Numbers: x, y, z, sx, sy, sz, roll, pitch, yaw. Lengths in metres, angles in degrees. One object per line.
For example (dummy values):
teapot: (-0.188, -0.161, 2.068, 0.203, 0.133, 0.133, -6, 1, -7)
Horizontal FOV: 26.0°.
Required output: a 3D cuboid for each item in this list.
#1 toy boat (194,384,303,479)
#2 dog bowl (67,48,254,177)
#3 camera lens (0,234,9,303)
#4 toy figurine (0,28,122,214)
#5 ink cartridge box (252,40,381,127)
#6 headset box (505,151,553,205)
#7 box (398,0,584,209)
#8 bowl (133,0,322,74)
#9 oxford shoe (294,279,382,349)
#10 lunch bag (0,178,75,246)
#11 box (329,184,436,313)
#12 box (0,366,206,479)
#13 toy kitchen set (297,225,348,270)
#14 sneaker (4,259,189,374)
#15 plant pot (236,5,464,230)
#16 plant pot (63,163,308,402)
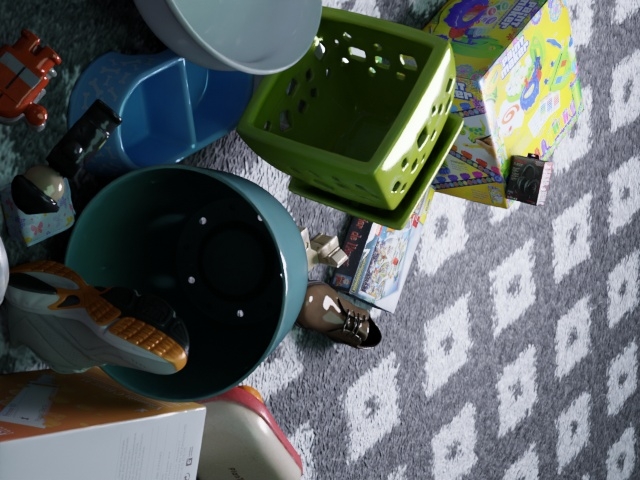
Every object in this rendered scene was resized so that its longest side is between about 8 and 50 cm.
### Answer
toy boat: (-0.119, 0.282, 2.066, 0.231, 0.151, 0.151, 61, 23, -46)
dog bowl: (-0.196, -0.183, 1.808, 0.297, 0.074, 0.166, -36, 130, -44)
camera lens: (-0.468, 0.044, 1.382, 0.274, 0.219, 0.219, -43, 135, -37)
toy figurine: (-0.347, -0.147, 1.495, 0.148, 0.209, 0.213, -51, 148, -6)
ink cartridge box: (-0.013, -0.230, 2.034, 0.208, 0.087, 0.153, 16, 90, -56)
headset box: (0.347, -0.104, 2.305, 0.032, 0.062, 0.083, -4, 107, -54)
box: (0.295, -0.262, 2.378, 0.290, 0.177, 0.279, -49, 138, -32)
bowl: (-0.145, -0.333, 1.728, 0.298, 0.134, 0.297, 19, 64, -44)
oxford shoe: (0.031, 0.120, 2.226, 0.227, 0.096, 0.082, 27, 82, -53)
lunch bag: (-0.339, -0.041, 1.680, 0.083, 0.053, 0.071, -28, 123, -35)
box: (0.106, -0.008, 2.326, 0.159, 0.044, 0.233, 27, 80, -55)
box: (-0.336, 0.266, 1.660, 0.345, 0.215, 0.168, -2, 104, -55)
toy kitchen set: (0.000, 0.000, 2.158, 0.083, 0.068, 0.075, -41, 133, -40)
sneaker: (-0.269, 0.117, 1.668, 0.099, 0.262, 0.121, -33, 137, -51)
plant pot: (0.057, -0.155, 1.898, 0.227, 0.228, 0.207, -59, 149, -18)
plant pot: (-0.149, 0.041, 1.792, 0.235, 0.293, 0.293, -21, 121, -73)
